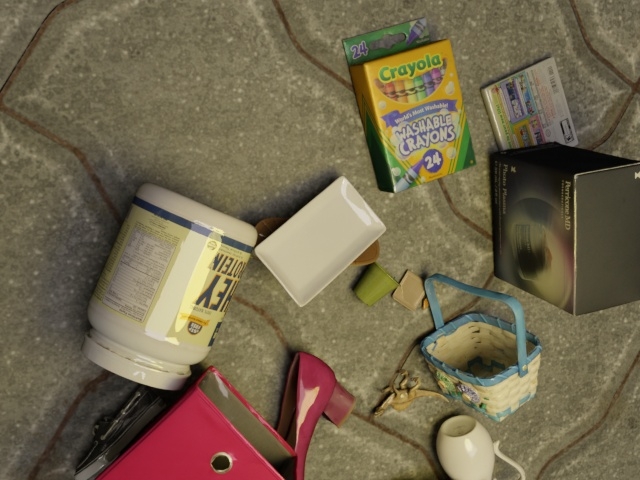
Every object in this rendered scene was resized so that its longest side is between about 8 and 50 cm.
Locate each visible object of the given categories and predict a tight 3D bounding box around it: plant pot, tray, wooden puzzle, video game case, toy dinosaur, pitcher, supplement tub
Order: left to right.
[{"bbox_3d":[-0.277,0.082,1.517,0.235,0.235,0.324,23,89,-23],"label":"supplement tub"},{"bbox_3d":[0.000,0.000,1.637,0.270,0.030,0.145,-41,95,-32],"label":"tray"},{"bbox_3d":[0.112,0.095,1.762,0.079,0.083,0.083,-46,111,4],"label":"plant pot"},{"bbox_3d":[0.193,0.336,1.848,0.183,0.053,0.092,-11,119,-18],"label":"toy dinosaur"},{"bbox_3d":[0.197,0.110,1.827,0.116,0.014,0.078,42,78,-22],"label":"wooden puzzle"},{"bbox_3d":[0.359,0.492,1.879,0.178,0.125,0.207,-18,110,2],"label":"pitcher"},{"bbox_3d":[0.469,-0.276,1.870,0.193,0.023,0.212,-26,107,-16],"label":"video game case"}]

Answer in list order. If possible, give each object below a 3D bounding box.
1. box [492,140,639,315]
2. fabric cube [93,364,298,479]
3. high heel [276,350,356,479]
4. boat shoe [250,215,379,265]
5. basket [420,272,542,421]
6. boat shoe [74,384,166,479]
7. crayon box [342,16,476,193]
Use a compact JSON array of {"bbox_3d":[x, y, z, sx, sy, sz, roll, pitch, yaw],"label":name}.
[{"bbox_3d":[0.513,-0.035,1.762,0.183,0.294,0.296,-11,107,-20],"label":"box"},{"bbox_3d":[-0.219,0.419,1.525,0.258,0.259,0.254,-42,90,-1],"label":"fabric cube"},{"bbox_3d":[-0.093,0.411,1.698,0.181,0.127,0.377,46,67,-27],"label":"high heel"},{"bbox_3d":[-0.016,0.007,1.698,0.285,0.089,0.104,7,69,-25],"label":"boat shoe"},{"bbox_3d":[0.339,0.220,1.769,0.201,0.255,0.289,-24,114,-29],"label":"basket"},{"bbox_3d":[-0.397,0.369,1.604,0.070,0.078,0.219,45,82,0],"label":"boat shoe"},{"bbox_3d":[0.186,-0.281,1.726,0.203,0.083,0.322,-20,104,-18],"label":"crayon box"}]
